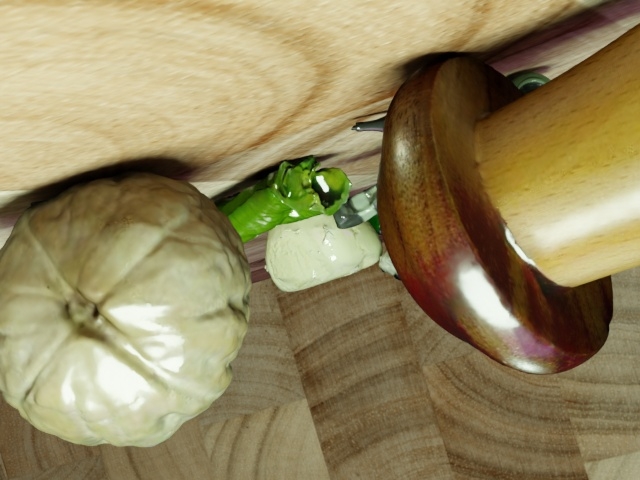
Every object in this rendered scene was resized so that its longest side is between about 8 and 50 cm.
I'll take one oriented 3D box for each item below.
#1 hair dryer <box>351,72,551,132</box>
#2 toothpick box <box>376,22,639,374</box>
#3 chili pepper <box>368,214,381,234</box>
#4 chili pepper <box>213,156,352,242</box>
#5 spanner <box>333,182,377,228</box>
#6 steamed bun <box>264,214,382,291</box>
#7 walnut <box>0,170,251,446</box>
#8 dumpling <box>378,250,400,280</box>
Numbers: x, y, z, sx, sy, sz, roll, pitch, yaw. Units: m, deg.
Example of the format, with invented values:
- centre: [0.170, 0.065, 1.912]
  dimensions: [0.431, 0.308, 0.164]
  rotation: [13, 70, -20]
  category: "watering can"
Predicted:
- centre: [0.090, -0.082, 0.902]
  dimensions: [0.150, 0.047, 0.071]
  rotation: [-9, 176, -21]
  category: "hair dryer"
- centre: [0.172, -0.045, 0.692]
  dimensions: [0.294, 0.192, 0.192]
  rotation: [-24, 174, 31]
  category: "toothpick box"
- centre: [0.102, -0.037, 1.621]
  dimensions: [0.098, 0.061, 0.224]
  rotation: [-10, -177, 35]
  category: "chili pepper"
- centre: [-0.108, 0.009, 1.135]
  dimensions: [0.085, 0.076, 0.359]
  rotation: [-9, 166, -40]
  category: "chili pepper"
- centre: [0.139, -0.078, 1.131]
  dimensions: [0.316, 0.024, 0.087]
  rotation: [-23, 170, -34]
  category: "spanner"
- centre: [0.000, 0.000, 1.415]
  dimensions: [0.112, 0.091, 0.130]
  rotation: [-17, 179, -42]
  category: "steamed bun"
- centre: [-0.125, 0.040, 0.819]
  dimensions: [0.178, 0.178, 0.230]
  rotation: [-17, -173, 4]
  category: "walnut"
- centre: [0.171, -0.041, 1.301]
  dimensions: [0.243, 0.175, 0.227]
  rotation: [20, -120, 35]
  category: "dumpling"
